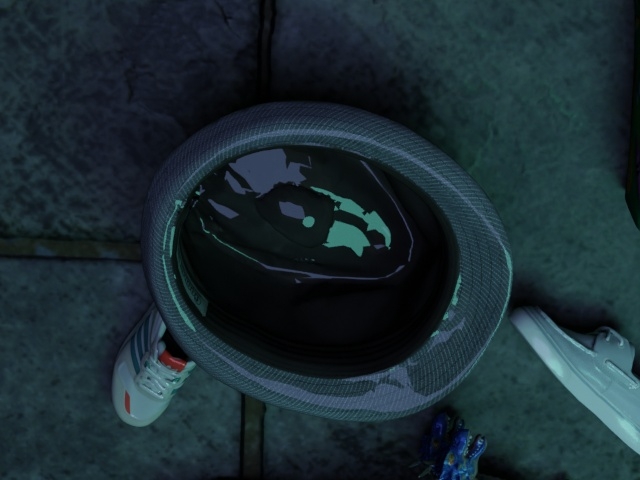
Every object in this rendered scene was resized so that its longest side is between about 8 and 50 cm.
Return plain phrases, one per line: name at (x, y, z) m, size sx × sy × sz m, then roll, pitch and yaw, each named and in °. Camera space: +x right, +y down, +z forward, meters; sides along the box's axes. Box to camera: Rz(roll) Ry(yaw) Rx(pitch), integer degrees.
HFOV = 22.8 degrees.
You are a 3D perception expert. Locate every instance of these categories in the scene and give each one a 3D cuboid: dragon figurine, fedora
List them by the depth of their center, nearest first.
fedora at (0.000, 0.000, 1.204) m, size 0.275 × 0.124 × 0.243 m, roll 18°, pitch 112°, yaw -9°
dragon figurine at (0.140, 0.275, 1.349) m, size 0.144 × 0.085 × 0.289 m, roll 3°, pitch 114°, yaw -1°

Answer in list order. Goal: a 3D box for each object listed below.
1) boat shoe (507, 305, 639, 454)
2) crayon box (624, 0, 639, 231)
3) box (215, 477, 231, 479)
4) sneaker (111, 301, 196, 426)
boat shoe at (0.229, 0.104, 1.285) m, size 0.184 × 0.066 × 0.063 m, roll 43°, pitch 94°, yaw -14°
crayon box at (0.372, -0.097, 1.179) m, size 0.278 × 0.081 × 0.165 m, roll -2°, pitch 114°, yaw 2°
box at (0.032, 0.367, 1.342) m, size 0.295 × 0.073 × 0.293 m, roll 8°, pitch 119°, yaw 26°
sneaker at (-0.128, 0.093, 1.276) m, size 0.057 × 0.075 × 0.161 m, roll 27°, pitch 112°, yaw -10°
